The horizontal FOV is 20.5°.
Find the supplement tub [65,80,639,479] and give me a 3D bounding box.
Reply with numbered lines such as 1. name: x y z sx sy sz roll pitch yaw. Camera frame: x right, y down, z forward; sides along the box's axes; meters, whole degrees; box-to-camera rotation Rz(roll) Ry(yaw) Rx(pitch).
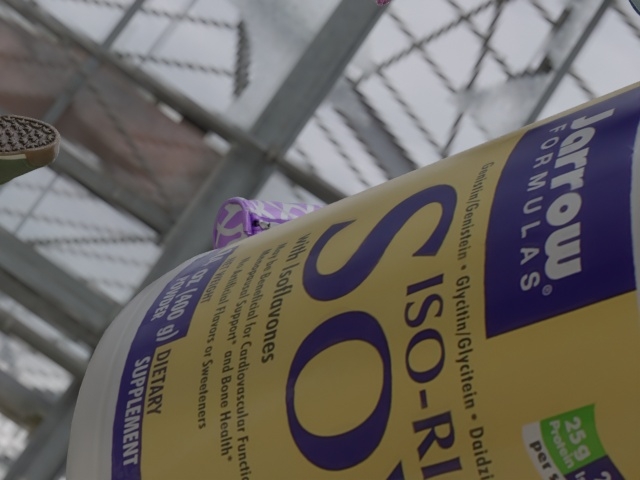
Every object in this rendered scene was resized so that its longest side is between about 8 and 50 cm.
1. supplement tub: 0.104 0.075 0.609 0.331 0.241 0.241 -22 -53 32

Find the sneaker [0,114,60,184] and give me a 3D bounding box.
1. sneaker: -0.331 -0.060 1.579 0.064 0.192 0.086 -117 -150 -46

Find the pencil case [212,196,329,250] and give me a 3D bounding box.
1. pencil case: 0.000 0.000 1.642 0.206 0.086 0.088 1 -31 -29

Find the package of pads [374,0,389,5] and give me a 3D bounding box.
1. package of pads: 0.043 -0.167 0.912 0.032 0.050 0.083 -133 -153 -74

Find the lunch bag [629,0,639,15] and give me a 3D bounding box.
1. lunch bag: 0.351 -0.257 1.535 0.219 0.090 0.176 44 -33 53
